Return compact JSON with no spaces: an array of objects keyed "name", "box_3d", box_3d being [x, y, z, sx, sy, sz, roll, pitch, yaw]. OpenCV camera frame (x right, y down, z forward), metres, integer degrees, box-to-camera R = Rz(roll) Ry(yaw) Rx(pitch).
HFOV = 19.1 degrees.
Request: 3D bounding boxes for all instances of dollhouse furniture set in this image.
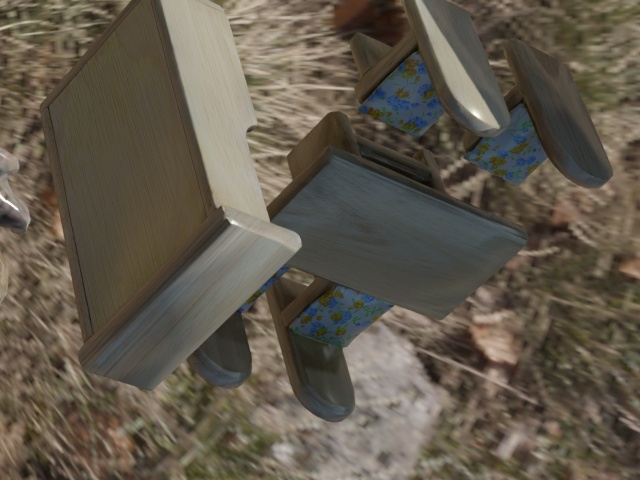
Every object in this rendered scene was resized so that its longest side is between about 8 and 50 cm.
[{"name":"dollhouse furniture set","box_3d":[0.000,0.000,0.926,0.242,0.161,0.212,21,128,-37]}]

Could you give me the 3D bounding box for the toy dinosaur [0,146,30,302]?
[{"name":"toy dinosaur","box_3d":[-0.086,-0.127,0.281,0.127,0.200,0.295,18,61,20]}]
